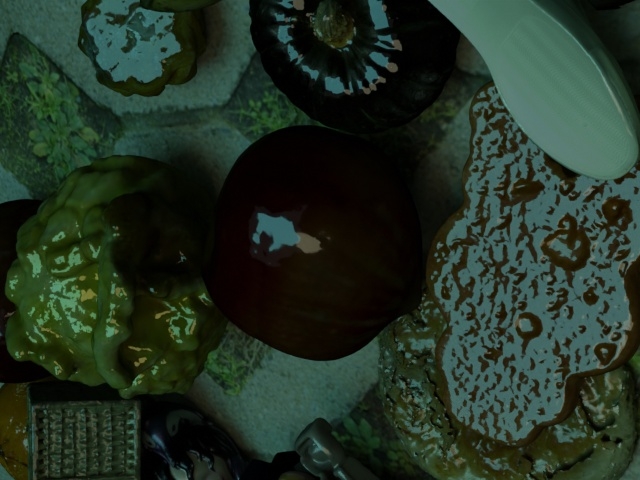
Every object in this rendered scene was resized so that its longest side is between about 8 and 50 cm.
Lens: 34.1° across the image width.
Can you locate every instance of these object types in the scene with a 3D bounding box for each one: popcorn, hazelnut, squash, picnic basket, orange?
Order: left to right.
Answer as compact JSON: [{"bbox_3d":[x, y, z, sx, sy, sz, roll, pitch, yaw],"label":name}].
[{"bbox_3d":[-0.380,0.064,1.348,0.218,0.218,0.234,-37,78,43],"label":"hazelnut"},{"bbox_3d":[-0.372,0.263,1.444,0.193,0.161,0.193,24,133,28],"label":"orange"},{"bbox_3d":[-0.295,0.278,1.292,0.154,0.134,0.196,-175,84,-74],"label":"picnic basket"},{"bbox_3d":[-0.209,0.048,1.154,0.237,0.293,0.293,-20,96,27],"label":"popcorn"},{"bbox_3d":[0.000,0.000,0.973,0.229,0.229,0.229,17,120,34],"label":"hazelnut"},{"bbox_3d":[0.028,-0.188,0.914,0.193,0.156,0.193,10,130,13],"label":"squash"}]

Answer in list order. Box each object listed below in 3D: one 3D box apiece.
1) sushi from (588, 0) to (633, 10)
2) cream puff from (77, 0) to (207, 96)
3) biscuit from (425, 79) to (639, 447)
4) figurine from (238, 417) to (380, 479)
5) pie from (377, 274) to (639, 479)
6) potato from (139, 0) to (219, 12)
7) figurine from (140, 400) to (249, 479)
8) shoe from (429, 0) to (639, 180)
[{"bbox_3d":[0.224,-0.310,0.733,0.109,0.134,0.273,-3,92,26],"label":"sushi"},{"bbox_3d":[-0.180,-0.220,1.109,0.146,0.116,0.146,3,100,15],"label":"cream puff"},{"bbox_3d":[0.191,0.019,0.905,0.202,0.047,0.334,21,107,29],"label":"biscuit"},{"bbox_3d":[0.037,0.320,1.140,0.308,0.143,0.309,15,117,32],"label":"figurine"},{"bbox_3d":[0.175,0.145,1.006,0.274,0.055,0.274,13,115,30],"label":"pie"},{"bbox_3d":[-0.093,-0.303,0.942,0.272,0.111,0.160,-100,27,-45],"label":"potato"},{"bbox_3d":[-0.154,0.301,1.316,0.145,0.145,0.222,-24,97,44],"label":"figurine"},{"bbox_3d":[0.177,-0.173,0.821,0.265,0.110,0.095,52,139,5],"label":"shoe"}]
